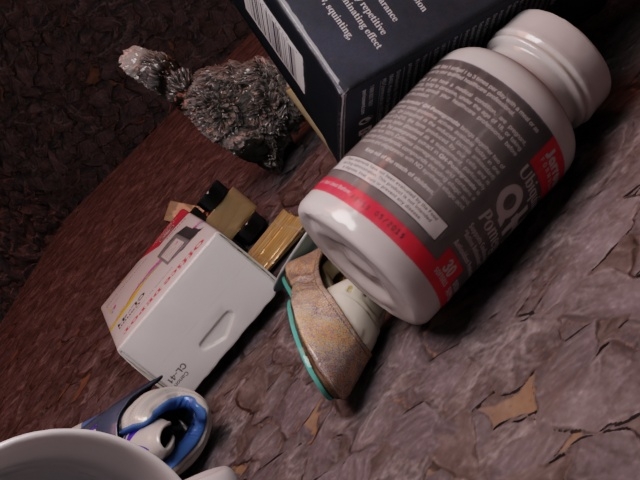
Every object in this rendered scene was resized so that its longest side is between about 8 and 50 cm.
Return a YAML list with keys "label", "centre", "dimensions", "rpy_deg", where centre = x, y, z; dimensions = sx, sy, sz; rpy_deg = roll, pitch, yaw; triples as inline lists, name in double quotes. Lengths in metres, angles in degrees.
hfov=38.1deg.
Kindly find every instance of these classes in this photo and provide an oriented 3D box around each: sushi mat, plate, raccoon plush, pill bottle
- label: "sushi mat"
  centre: [-0.137, 0.078, 1.503]
  dimensions: [0.316, 0.019, 0.151]
  rpy_deg: [-50, 20, -4]
- label: "plate"
  centre: [0.000, 0.000, 1.270]
  dimensions: [0.188, 0.024, 0.188]
  rpy_deg: [-52, -7, -9]
- label: "raccoon plush"
  centre: [-0.146, -0.341, 1.766]
  dimensions: [0.299, 0.446, 0.216]
  rpy_deg: [-58, 3, 12]
- label: "pill bottle"
  centre: [0.144, -0.083, 0.946]
  dimensions: [0.318, 0.176, 0.176]
  rpy_deg: [-46, 18, -10]

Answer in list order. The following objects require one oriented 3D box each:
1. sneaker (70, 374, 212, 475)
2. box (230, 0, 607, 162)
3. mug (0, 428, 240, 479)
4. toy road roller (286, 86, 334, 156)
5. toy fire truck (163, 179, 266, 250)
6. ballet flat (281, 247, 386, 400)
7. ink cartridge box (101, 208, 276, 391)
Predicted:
- label: "sneaker"
  centre: [-0.280, 0.272, 1.120]
  dimensions: [0.323, 0.130, 0.236]
  rpy_deg: [-23, -8, -40]
- label: "box"
  centre: [0.111, -0.331, 1.062]
  dimensions: [0.396, 0.293, 0.212]
  rpy_deg: [-31, -14, -7]
- label: "mug"
  centre: [-0.242, 0.330, 0.924]
  dimensions: [0.374, 0.276, 0.328]
  rpy_deg: [-24, -8, -32]
- label: "toy road roller"
  centre: [0.132, -0.276, 1.352]
  dimensions: [0.330, 0.202, 0.240]
  rpy_deg: [-29, 14, 33]
- label: "toy fire truck"
  centre: [-0.236, 0.001, 1.707]
  dimensions: [0.217, 0.158, 0.246]
  rpy_deg: [-53, 8, -13]
- label: "ballet flat"
  centre: [0.018, 0.071, 1.061]
  dimensions: [0.106, 0.107, 0.316]
  rpy_deg: [-33, 21, 4]
- label: "ink cartridge box"
  centre: [-0.209, 0.085, 1.418]
  dimensions: [0.226, 0.131, 0.306]
  rpy_deg: [-51, 17, -6]
